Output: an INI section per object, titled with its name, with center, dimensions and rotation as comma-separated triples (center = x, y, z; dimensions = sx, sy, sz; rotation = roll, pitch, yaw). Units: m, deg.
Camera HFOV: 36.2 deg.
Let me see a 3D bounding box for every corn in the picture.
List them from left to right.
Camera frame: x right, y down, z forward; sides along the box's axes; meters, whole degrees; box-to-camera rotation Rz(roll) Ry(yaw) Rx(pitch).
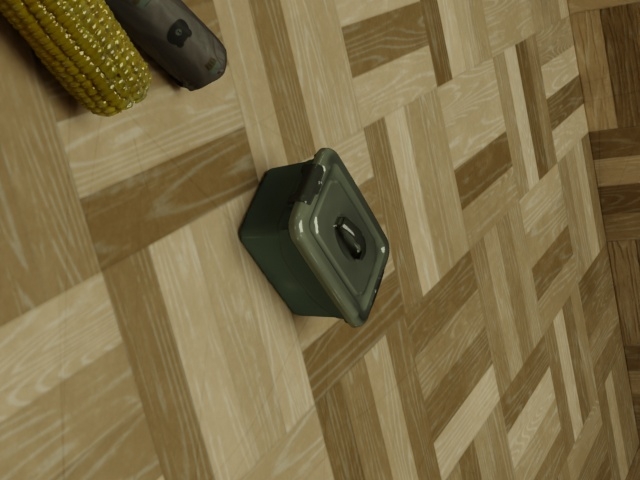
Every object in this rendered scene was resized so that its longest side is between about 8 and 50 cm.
[corn]
center = -0.261, -0.229, 0.970
dimensions = 0.244, 0.093, 0.093
rotation = 57, 41, -38

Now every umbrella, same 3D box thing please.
[umbrella]
center = -0.217, -0.278, 1.072
dimensions = 0.337, 0.073, 0.067
rotation = 42, 24, -50

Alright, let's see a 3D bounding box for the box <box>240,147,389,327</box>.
[box]
center = 0.000, 0.000, 1.342
dimensions = 0.227, 0.130, 0.162
rotation = 56, 42, -38
